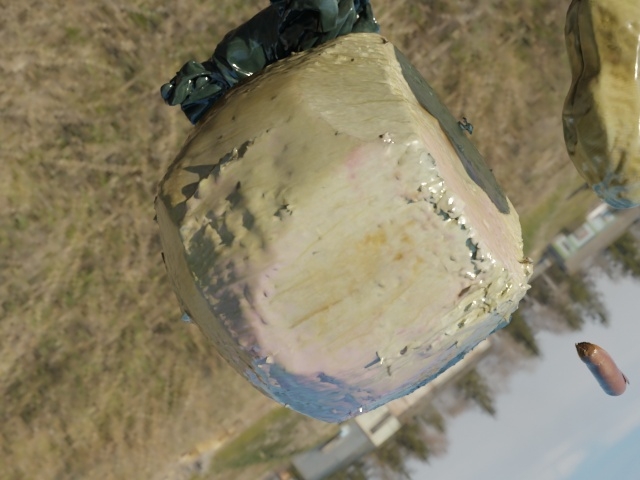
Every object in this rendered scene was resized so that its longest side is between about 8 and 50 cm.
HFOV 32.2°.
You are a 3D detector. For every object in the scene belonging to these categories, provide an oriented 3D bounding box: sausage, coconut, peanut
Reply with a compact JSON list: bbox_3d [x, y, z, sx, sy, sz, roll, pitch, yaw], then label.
[{"bbox_3d":[0.420,0.192,1.641,0.040,0.047,0.177,-35,145,10],"label":"sausage"},{"bbox_3d":[0.000,0.000,1.176,0.404,0.404,0.404,-38,172,-6],"label":"coconut"},{"bbox_3d":[0.353,-0.183,1.338,0.130,0.290,0.130,-1,172,0],"label":"peanut"}]

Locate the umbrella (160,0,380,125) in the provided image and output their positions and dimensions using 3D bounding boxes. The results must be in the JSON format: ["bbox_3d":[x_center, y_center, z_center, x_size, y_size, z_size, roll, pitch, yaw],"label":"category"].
[{"bbox_3d":[-0.026,-0.230,1.253,0.349,0.094,0.143,-32,162,25],"label":"umbrella"}]
